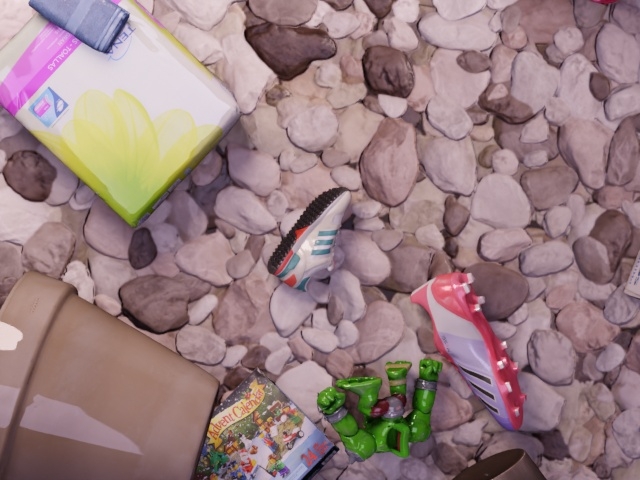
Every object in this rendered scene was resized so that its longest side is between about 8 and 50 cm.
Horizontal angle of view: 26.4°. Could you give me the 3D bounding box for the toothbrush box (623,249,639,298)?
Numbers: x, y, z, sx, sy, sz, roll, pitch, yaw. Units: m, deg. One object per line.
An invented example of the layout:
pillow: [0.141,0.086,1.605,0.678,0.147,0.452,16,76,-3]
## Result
toothbrush box: [0.610,0.036,1.939,0.283,0.122,0.206,22,91,-6]

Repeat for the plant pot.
plant pot: [-0.286,0.228,1.745,0.280,0.323,0.323,15,92,-1]

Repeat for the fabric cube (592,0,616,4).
fabric cube: [0.333,-0.483,1.806,0.259,0.254,0.258,15,93,-6]

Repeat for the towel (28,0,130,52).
towel: [-0.313,-0.299,1.763,0.119,0.029,0.067,33,91,-6]

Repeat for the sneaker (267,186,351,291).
sneaker: [0.000,0.000,1.912,0.075,0.057,0.161,40,88,-24]

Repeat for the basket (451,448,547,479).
basket: [0.284,0.422,1.921,0.204,0.154,0.227,-27,93,-5]

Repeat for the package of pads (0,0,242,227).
package of pads: [-0.278,-0.198,1.839,0.296,0.101,0.229,44,90,-6]

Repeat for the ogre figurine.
ogre figurine: [0.088,0.240,1.905,0.197,0.097,0.118,-17,103,-50]

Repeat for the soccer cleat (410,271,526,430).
soccer cleat: [0.214,0.161,1.937,0.095,0.083,0.248,-20,102,25]

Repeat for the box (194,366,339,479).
box: [-0.111,0.314,1.884,0.233,0.044,0.159,-46,71,-4]
